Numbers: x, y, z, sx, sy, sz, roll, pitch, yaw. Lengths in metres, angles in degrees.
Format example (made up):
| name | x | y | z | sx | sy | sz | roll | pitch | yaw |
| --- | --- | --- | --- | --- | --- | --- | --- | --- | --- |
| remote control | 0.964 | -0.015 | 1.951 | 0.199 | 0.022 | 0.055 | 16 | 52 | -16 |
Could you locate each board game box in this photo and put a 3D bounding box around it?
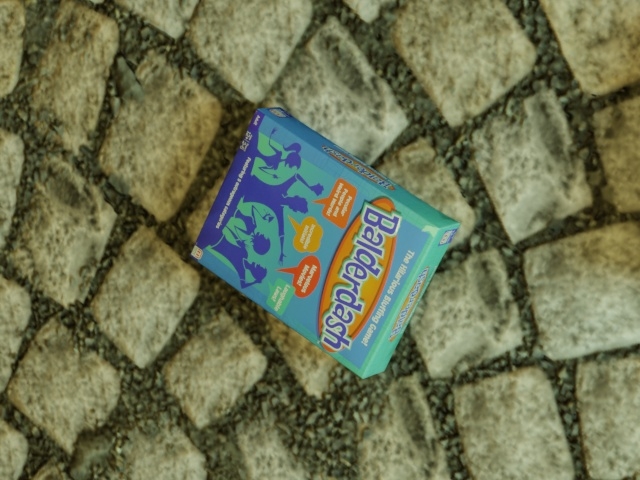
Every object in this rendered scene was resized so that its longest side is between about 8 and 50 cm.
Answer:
| name | x | y | z | sx | sy | sz | roll | pitch | yaw |
| --- | --- | --- | --- | --- | --- | --- | --- | --- | --- |
| board game box | 0.000 | 0.000 | 1.467 | 0.210 | 0.047 | 0.160 | 33 | 111 | 21 |
